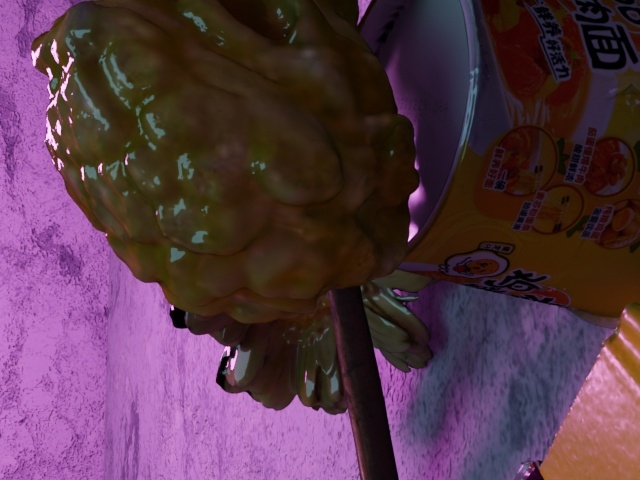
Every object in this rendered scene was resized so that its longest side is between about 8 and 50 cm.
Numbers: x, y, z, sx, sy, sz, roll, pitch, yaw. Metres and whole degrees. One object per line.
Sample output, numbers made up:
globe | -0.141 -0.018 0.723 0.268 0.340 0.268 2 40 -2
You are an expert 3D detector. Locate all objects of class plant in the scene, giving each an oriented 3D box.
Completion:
plant | -0.033 0.003 0.958 0.306 0.261 0.297 -53 36 32

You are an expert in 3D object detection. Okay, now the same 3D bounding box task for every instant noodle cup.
instant noodle cup | 0.137 -0.074 0.648 0.264 0.200 0.264 -173 90 -66

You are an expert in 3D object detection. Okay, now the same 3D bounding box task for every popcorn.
popcorn | -0.066 -0.085 0.582 0.174 0.225 0.286 -51 40 43

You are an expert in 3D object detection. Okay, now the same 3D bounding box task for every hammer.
hammer | 0.032 0.122 0.829 0.168 0.044 0.440 -68 -30 -63

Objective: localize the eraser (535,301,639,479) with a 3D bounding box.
eraser | 0.228 0.158 0.542 0.226 0.069 0.158 -116 40 -51

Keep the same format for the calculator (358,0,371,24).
calculator | 0.078 -0.192 1.019 0.295 0.042 0.184 124 144 -50

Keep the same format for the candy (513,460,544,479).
candy | 0.182 0.200 0.680 0.175 0.045 0.043 23 140 65
